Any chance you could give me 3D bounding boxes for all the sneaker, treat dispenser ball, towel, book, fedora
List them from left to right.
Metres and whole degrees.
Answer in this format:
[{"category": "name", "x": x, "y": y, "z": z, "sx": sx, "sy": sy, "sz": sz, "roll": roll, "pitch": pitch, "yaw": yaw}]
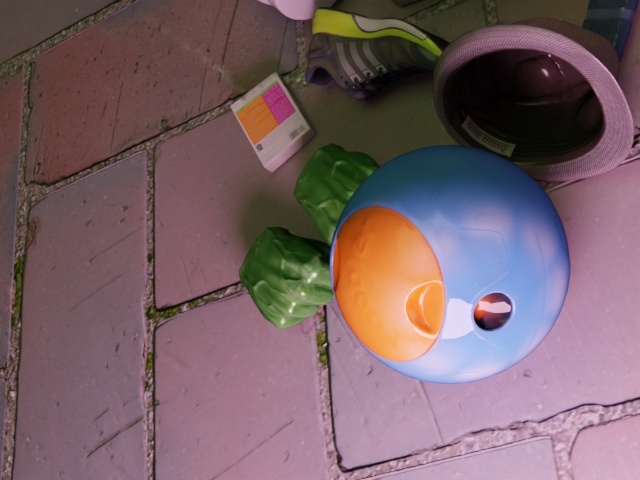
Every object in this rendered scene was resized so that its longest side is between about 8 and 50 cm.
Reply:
[{"category": "book", "x": -0.075, "y": -0.190, "z": 1.847, "sx": 0.096, "sy": 0.035, "sz": 0.144, "roll": -39, "pitch": 52, "yaw": 14}, {"category": "sneaker", "x": 0.091, "y": -0.261, "z": 1.713, "sx": 0.300, "sy": 0.111, "sz": 0.121, "roll": 20, "pitch": 94, "yaw": 47}, {"category": "treat dispenser ball", "x": 0.155, "y": 0.029, "z": 1.403, "sx": 0.288, "sy": 0.288, "sz": 0.288, "roll": -16, "pitch": 62, "yaw": 32}, {"category": "fedora", "x": 0.282, "y": -0.198, "z": 1.479, "sx": 0.275, "sy": 0.243, "sz": 0.124, "roll": -9, "pitch": 37, "yaw": 44}, {"category": "towel", "x": 0.381, "y": -0.288, "z": 1.535, "sx": 0.067, "sy": 0.029, "sz": 0.119, "roll": 9, "pitch": 76, "yaw": 40}]

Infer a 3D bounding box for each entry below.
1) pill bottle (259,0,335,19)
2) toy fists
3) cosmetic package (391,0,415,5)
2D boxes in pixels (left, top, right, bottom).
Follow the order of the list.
[{"category": "pill bottle", "x": -0.085, "y": -0.482, "z": 1.894, "sx": 0.160, "sy": 0.160, "sz": 0.283, "roll": -49, "pitch": 49, "yaw": 10}, {"category": "toy fists", "x": 0.000, "y": 0.000, "z": 1.667, "sx": 0.279, "sy": 0.096, "sz": 0.142, "roll": -55, "pitch": 39, "yaw": 7}, {"category": "cosmetic package", "x": 0.241, "y": -0.498, "z": 1.603, "sx": 0.453, "sy": 0.230, "sz": 0.161, "roll": -11, "pitch": 65, "yaw": 35}]
